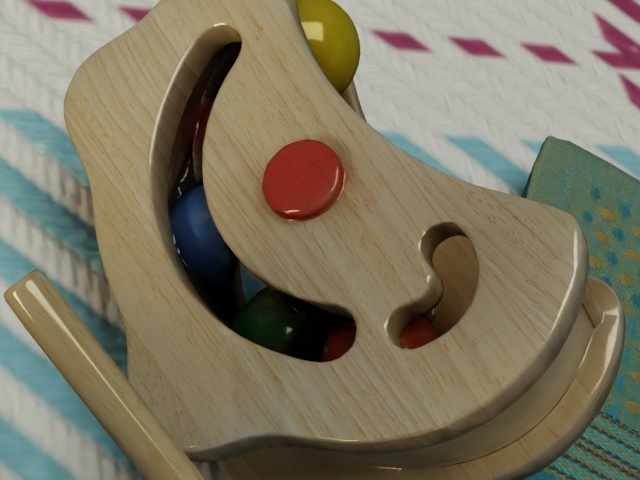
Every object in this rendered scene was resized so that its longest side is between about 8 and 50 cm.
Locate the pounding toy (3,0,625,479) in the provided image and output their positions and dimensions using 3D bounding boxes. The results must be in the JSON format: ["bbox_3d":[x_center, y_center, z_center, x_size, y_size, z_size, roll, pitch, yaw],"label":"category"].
[{"bbox_3d":[0.000,0.000,0.458,0.154,0.155,0.269,-25,60,11],"label":"pounding toy"}]

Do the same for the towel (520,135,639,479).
[{"bbox_3d":[0.209,0.138,0.565,0.370,0.040,0.271,31,49,-2],"label":"towel"}]
